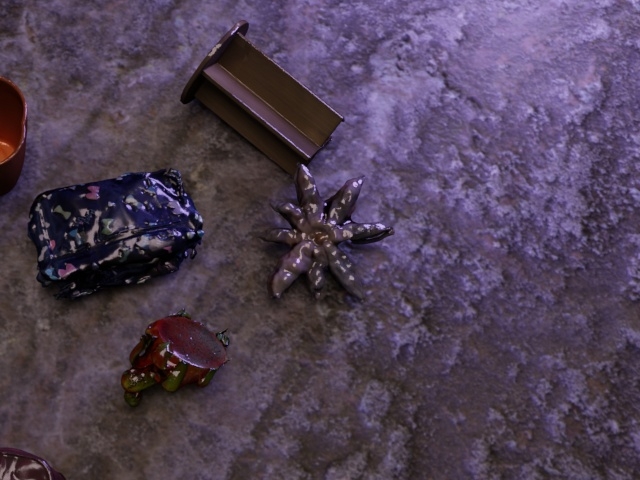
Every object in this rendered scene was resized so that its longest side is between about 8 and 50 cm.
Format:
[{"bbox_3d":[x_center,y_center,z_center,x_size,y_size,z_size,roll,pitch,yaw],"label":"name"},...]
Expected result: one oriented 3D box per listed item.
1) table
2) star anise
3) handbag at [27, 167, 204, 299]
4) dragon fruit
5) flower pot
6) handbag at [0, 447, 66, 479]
[{"bbox_3d":[-0.085,-0.215,1.968,0.226,0.167,0.167,39,70,0],"label":"table"},{"bbox_3d":[0.000,0.000,1.908,0.236,0.093,0.229,-41,86,-8],"label":"star anise"},{"bbox_3d":[-0.311,-0.009,1.875,0.260,0.113,0.162,-15,65,-10],"label":"handbag"},{"bbox_3d":[-0.223,0.170,1.821,0.175,0.142,0.138,-36,35,1],"label":"dragon fruit"},{"bbox_3d":[-0.526,-0.146,1.871,0.190,0.173,0.191,2,69,-4],"label":"flower pot"},{"bbox_3d":[-0.435,0.400,1.690,0.146,0.135,0.225,9,69,2],"label":"handbag"}]
